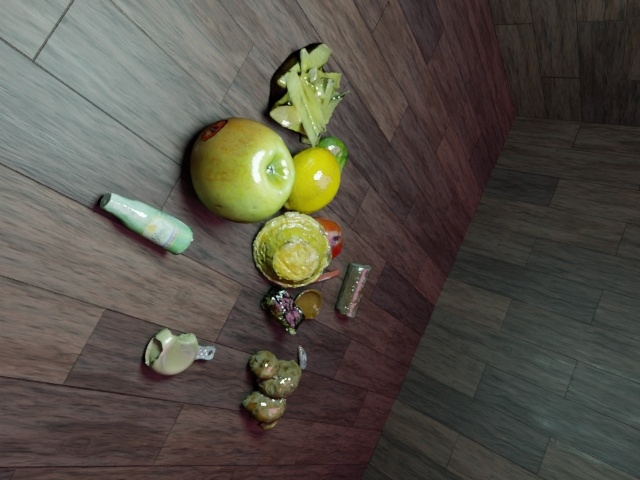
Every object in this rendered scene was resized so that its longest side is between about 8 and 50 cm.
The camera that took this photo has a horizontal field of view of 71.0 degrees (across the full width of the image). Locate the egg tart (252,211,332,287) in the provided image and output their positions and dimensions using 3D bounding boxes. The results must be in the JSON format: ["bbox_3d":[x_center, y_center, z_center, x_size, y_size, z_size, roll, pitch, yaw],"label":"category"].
[{"bbox_3d":[-0.105,0.056,1.792,0.341,0.132,0.341,-5,115,-12],"label":"egg tart"}]

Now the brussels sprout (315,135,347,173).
[{"bbox_3d":[0.046,-0.362,1.917,0.145,0.131,0.183,-54,137,-13],"label":"brussels sprout"}]

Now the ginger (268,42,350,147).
[{"bbox_3d":[-0.004,-0.536,1.721,0.413,0.211,0.358,-60,144,-15],"label":"ginger"}]

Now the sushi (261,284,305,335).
[{"bbox_3d":[-0.168,0.297,1.935,0.115,0.147,0.212,-43,118,-24],"label":"sushi"}]

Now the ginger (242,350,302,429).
[{"bbox_3d":[-0.224,0.669,1.994,0.256,0.176,0.375,6,102,-35],"label":"ginger"}]

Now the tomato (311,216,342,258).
[{"bbox_3d":[0.000,0.000,1.968,0.208,0.184,0.208,-26,124,-46],"label":"tomato"}]

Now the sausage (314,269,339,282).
[{"bbox_3d":[0.016,0.176,2.191,0.253,0.034,0.034,-10,113,-50],"label":"sausage"}]

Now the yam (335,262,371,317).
[{"bbox_3d":[0.167,0.251,2.343,0.131,0.131,0.280,18,91,-53],"label":"yam"}]

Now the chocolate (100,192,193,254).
[{"bbox_3d":[-0.523,-0.055,1.356,0.291,0.110,0.110,38,75,-50],"label":"chocolate"}]

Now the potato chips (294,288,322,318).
[{"bbox_3d":[-0.065,0.297,2.126,0.201,0.049,0.150,22,91,-55],"label":"potato chips"}]

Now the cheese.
[{"bbox_3d":[-0.487,0.399,1.611,0.286,0.082,0.163,18,91,-56],"label":"cheese"}]

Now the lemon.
[{"bbox_3d":[-0.039,-0.238,1.779,0.263,0.236,0.236,-43,153,27],"label":"lemon"}]

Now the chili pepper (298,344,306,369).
[{"bbox_3d":[-0.089,0.586,2.226,0.050,0.041,0.153,-94,-176,-67],"label":"chili pepper"}]

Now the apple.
[{"bbox_3d":[-0.246,-0.227,1.458,0.338,0.305,0.339,-22,121,-43],"label":"apple"}]
